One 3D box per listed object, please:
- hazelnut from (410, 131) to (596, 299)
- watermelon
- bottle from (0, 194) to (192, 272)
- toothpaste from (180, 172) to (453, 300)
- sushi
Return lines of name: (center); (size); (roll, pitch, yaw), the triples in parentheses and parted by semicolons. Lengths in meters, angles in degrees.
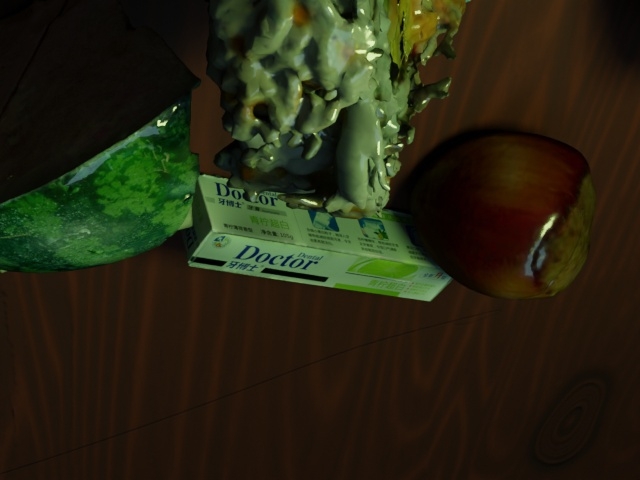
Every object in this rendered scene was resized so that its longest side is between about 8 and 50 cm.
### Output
hazelnut: (0.201, -0.026, 1.587); (0.208, 0.208, 0.208); (-14, 141, -12)
watermelon: (-0.230, -0.054, 1.260); (0.319, 0.292, 0.222); (-37, 137, 3)
bottle: (-0.235, -0.024, 1.445); (0.202, 0.072, 0.072); (-14, 141, -12)
toothpaste: (0.000, 0.000, 1.586); (0.337, 0.081, 0.067); (9, 135, -34)
sushi: (-0.001, -0.211, 1.097); (0.176, 0.417, 0.417); (-2, 145, 15)
